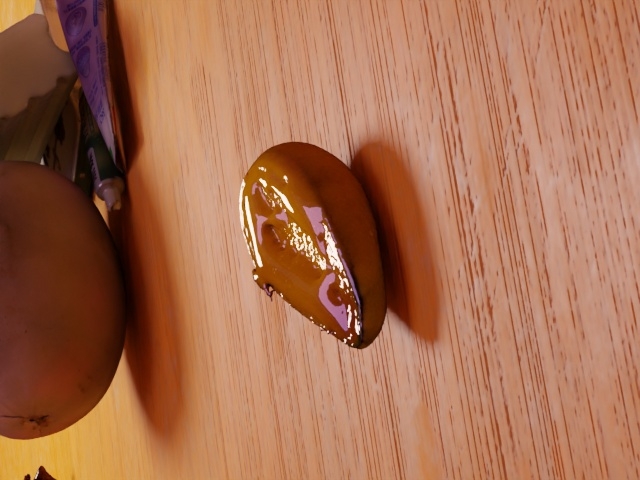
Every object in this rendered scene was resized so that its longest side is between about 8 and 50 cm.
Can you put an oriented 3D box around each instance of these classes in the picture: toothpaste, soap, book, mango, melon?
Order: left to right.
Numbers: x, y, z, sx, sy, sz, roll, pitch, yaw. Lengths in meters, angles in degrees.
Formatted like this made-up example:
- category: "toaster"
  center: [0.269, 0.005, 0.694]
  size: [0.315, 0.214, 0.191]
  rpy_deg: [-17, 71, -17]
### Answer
- category: "soap"
  center: [-0.372, -0.128, 1.945]
  size: [0.087, 0.160, 0.265]
  rpy_deg: [48, 151, 5]
- category: "melon"
  center: [-0.316, 0.057, 1.826]
  size: [0.223, 0.223, 0.317]
  rpy_deg: [110, 150, -49]
- category: "book"
  center: [-0.327, -0.075, 2.122]
  size: [0.260, 0.043, 0.371]
  rpy_deg: [-114, 28, -45]
- category: "toothpaste"
  center: [-0.240, -0.213, 1.835]
  size: [0.075, 0.048, 0.301]
  rpy_deg: [-46, 52, 52]
- category: "toothpaste"
  center: [-0.236, -0.105, 1.863]
  size: [0.049, 0.031, 0.204]
  rpy_deg: [-61, 33, 38]
- category: "mango"
  center: [0.000, 0.000, 1.129]
  size: [0.187, 0.066, 0.101]
  rpy_deg: [56, 137, 48]

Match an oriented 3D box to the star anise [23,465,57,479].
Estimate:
- category: "star anise"
  center: [-0.338, 0.372, 2.215]
  size: [0.168, 0.057, 0.168]
  rpy_deg: [166, 90, -71]
